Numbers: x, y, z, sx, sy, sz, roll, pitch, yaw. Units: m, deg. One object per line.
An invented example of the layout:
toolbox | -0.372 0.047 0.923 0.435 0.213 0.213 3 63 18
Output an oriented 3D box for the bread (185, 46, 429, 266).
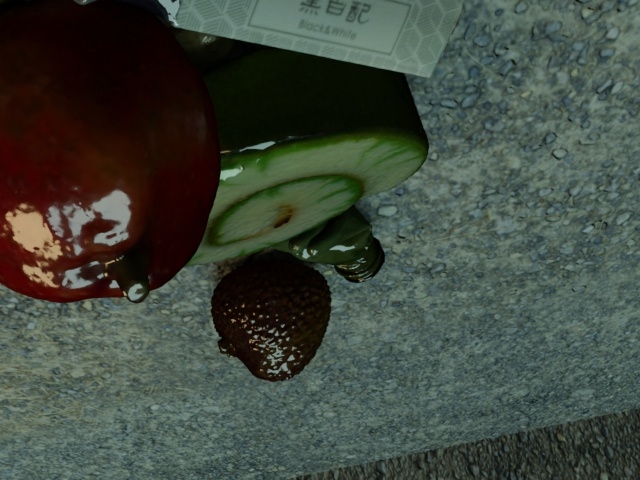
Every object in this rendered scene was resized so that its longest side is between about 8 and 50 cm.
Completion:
bread | -0.062 -0.095 1.265 0.381 0.129 0.366 -13 164 -21

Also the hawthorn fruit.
hawthorn fruit | -0.205 -0.069 0.963 0.265 0.307 0.265 -20 138 -19

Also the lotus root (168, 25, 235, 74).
lotus root | -0.133 -0.196 1.168 0.072 0.063 0.152 -6 155 -29

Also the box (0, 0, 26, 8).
box | -0.443 -0.140 1.093 0.350 0.058 0.211 -9 130 1

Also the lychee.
lychee | -0.078 0.115 1.697 0.194 0.194 0.194 -8 154 -4

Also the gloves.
gloves | 0.001 -0.012 1.540 0.135 0.107 0.268 -13 162 25

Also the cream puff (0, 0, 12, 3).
cream puff | -0.293 -0.259 0.931 0.146 0.146 0.116 3 -174 -25

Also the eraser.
eraser | -0.045 -0.230 0.997 0.404 0.098 0.096 4 118 -44
